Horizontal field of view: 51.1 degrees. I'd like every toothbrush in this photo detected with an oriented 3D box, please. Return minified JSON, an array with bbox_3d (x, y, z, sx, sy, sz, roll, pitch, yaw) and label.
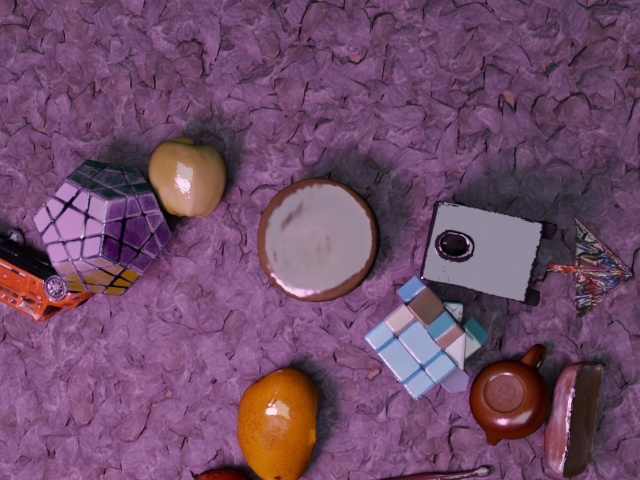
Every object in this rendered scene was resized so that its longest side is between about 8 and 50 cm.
[{"bbox_3d":[0.219,0.571,1.577,0.363,0.041,0.041,-13,88,8],"label":"toothbrush"}]

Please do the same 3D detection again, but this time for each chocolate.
[{"bbox_3d":[0.551,0.390,1.489,0.083,0.161,0.262,9,87,44],"label":"chocolate"}]

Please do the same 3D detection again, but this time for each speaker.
[{"bbox_3d":[0.355,0.019,1.461,0.253,0.232,0.184,13,93,8],"label":"speaker"}]

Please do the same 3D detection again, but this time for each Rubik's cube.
[{"bbox_3d":[0.245,0.222,1.485,0.213,0.224,0.265,-41,79,5],"label":"Rubik's cube"},{"bbox_3d":[-0.503,-0.028,1.559,0.264,0.319,0.319,-26,86,-16],"label":"Rubik's cube"}]

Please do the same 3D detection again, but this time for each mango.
[{"bbox_3d":[-0.102,0.441,1.570,0.190,0.160,0.291,1,100,2],"label":"mango"}]

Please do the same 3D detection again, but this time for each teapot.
[{"bbox_3d":[0.440,0.346,1.512,0.178,0.135,0.252,27,75,36],"label":"teapot"}]

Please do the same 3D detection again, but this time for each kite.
[{"bbox_3d":[0.616,0.064,1.535,0.189,0.009,0.233,3,89,9],"label":"kite"}]

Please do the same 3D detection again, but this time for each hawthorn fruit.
[{"bbox_3d":[-0.242,0.620,1.575,0.181,0.181,0.235,-44,84,6],"label":"hawthorn fruit"}]

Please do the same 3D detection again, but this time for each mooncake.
[{"bbox_3d":[0.000,0.000,1.549,0.284,0.155,0.285,0,92,8],"label":"mooncake"}]

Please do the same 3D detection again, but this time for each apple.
[{"bbox_3d":[-0.309,-0.149,1.580,0.199,0.200,0.200,0,90,8],"label":"apple"}]

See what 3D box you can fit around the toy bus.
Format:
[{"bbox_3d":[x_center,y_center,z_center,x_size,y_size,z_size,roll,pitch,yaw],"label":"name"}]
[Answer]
[{"bbox_3d":[-0.725,0.094,1.663,0.329,0.143,0.153,24,103,6],"label":"toy bus"}]
